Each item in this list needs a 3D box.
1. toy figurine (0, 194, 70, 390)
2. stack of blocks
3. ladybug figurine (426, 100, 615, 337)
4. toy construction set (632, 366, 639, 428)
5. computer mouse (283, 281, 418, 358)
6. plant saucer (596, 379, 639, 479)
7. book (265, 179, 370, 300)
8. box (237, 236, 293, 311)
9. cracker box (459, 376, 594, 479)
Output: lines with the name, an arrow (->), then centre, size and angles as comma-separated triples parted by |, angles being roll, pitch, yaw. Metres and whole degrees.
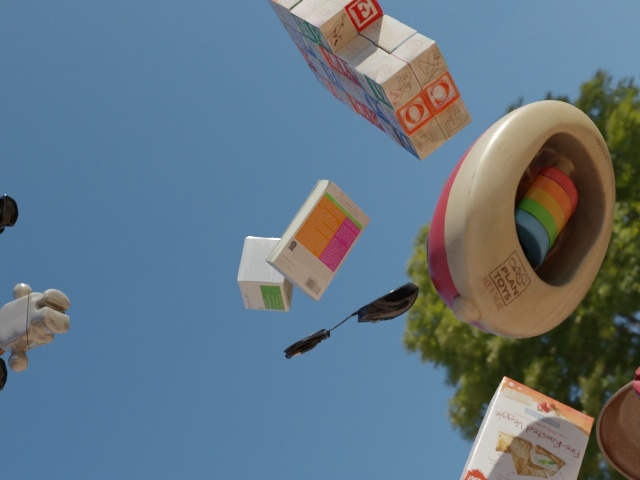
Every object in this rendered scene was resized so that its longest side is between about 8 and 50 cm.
toy figurine -> -0.390, 0.066, 1.083 | 0.213, 0.148, 0.209 | 62, -153, -13
stack of blocks -> 0.057, -0.242, 1.355 | 0.087, 0.297, 0.171 | -38, -52, -5
ladybug figurine -> 0.295, -0.030, 1.576 | 0.449, 0.162, 0.305 | -45, -66, -39
toy construction set -> 0.283, 0.179, 0.623 | 0.237, 0.257, 0.309 | -56, -31, -28
computer mouse -> 0.053, 0.131, 1.611 | 0.242, 0.041, 0.071 | -27, -4, -15
plant saucer -> 0.396, 0.198, 1.109 | 0.036, 0.198, 0.198 | -70, -20, -49
book -> 0.000, 0.000, 1.473 | 0.096, 0.035, 0.144 | 42, -107, -27
box -> -0.097, 0.062, 1.907 | 0.101, 0.087, 0.102 | 81, -165, -55
cracker box -> 0.309, 0.332, 1.577 | 0.232, 0.156, 0.067 | -56, -12, -46
